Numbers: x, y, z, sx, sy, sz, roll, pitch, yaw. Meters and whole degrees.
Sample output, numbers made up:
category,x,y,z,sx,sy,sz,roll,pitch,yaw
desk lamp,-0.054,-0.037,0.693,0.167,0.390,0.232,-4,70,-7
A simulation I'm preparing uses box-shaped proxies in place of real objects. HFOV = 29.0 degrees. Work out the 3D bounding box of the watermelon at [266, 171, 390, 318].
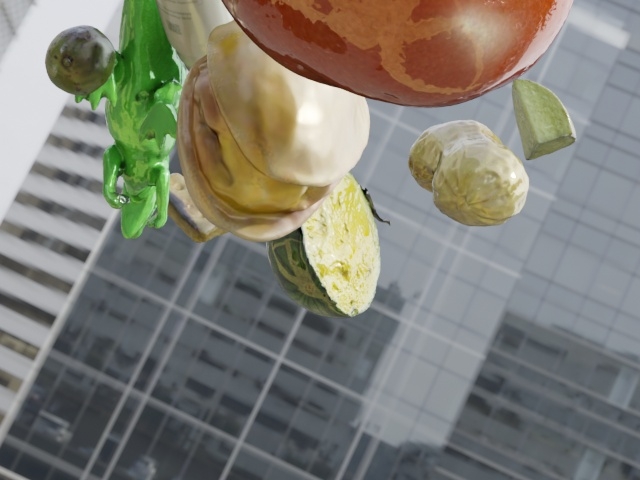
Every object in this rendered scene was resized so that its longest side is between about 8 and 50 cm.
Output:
category,x,y,z,sx,sy,sz,roll,pitch,yaw
watermelon,-0.003,0.004,1.748,0.127,0.232,0.204,-14,-47,30

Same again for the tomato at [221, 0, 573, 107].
category,x,y,z,sx,sy,sz,roll,pitch,yaw
tomato,0.056,-0.255,1.080,0.341,0.341,0.273,18,-56,36

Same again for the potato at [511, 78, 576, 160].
category,x,y,z,sx,sy,sz,roll,pitch,yaw
potato,0.374,-0.211,2.091,0.081,0.120,0.149,-17,-8,0

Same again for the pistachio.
category,x,y,z,sx,sy,sz,roll,pitch,yaw
pistachio,-0.050,-0.146,1.431,0.229,0.309,0.230,3,-45,3

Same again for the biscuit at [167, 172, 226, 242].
category,x,y,z,sx,sy,sz,roll,pitch,yaw
biscuit,-0.187,-0.074,2.173,0.174,0.183,0.039,45,-36,37

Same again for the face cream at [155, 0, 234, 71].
category,x,y,z,sx,sy,sz,roll,pitch,yaw
face cream,-0.156,-0.313,1.508,0.102,0.102,0.345,23,-23,16

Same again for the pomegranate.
category,x,y,z,sx,sy,sz,roll,pitch,yaw
pomegranate,-0.239,-0.188,1.256,0.073,0.084,0.073,16,-45,16

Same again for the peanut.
category,x,y,z,sx,sy,sz,roll,pitch,yaw
peanut,0.228,-0.110,1.952,0.147,0.147,0.305,31,14,-23

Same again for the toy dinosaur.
category,x,y,z,sx,sy,sz,roll,pitch,yaw
toy dinosaur,-0.221,-0.253,1.712,0.143,0.500,0.374,11,-4,0
